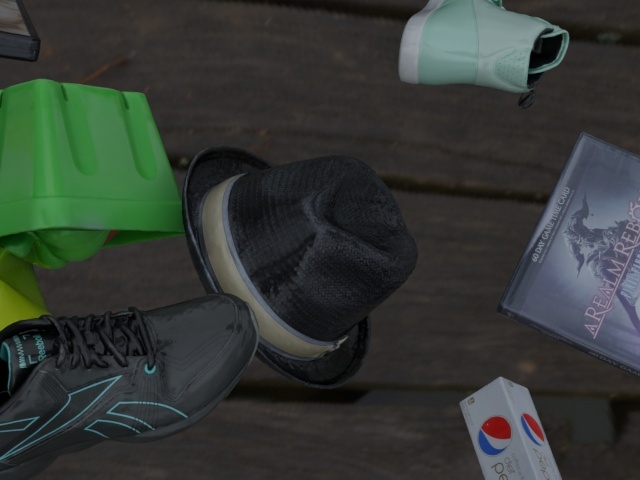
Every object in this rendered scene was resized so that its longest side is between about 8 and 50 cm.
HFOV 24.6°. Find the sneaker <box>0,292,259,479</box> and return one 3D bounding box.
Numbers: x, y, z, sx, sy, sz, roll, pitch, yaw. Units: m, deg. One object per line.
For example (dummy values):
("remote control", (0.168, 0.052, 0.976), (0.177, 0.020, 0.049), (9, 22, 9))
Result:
("sneaker", (-0.171, 0.101, 1.080), (0.267, 0.106, 0.101), (-25, 50, -9))

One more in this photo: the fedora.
("fedora", (0.000, 0.000, 1.605), (0.334, 0.152, 0.334), (44, 28, -31))

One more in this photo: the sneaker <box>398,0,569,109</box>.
("sneaker", (0.180, -0.209, 1.490), (0.151, 0.094, 0.256), (11, 30, 13))

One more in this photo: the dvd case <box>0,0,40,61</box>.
("dvd case", (-0.322, -0.191, 1.152), (0.180, 0.253, 0.022), (7, 107, -19))

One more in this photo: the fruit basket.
("fruit basket", (-0.349, 0.028, 1.615), (0.283, 0.392, 0.392), (2, 68, -54))

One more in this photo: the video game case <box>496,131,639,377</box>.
("video game case", (0.323, 0.037, 1.323), (0.274, 0.026, 0.196), (25, 70, 8))

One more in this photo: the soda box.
("soda box", (0.253, 0.286, 1.870), (0.069, 0.074, 0.216), (25, 38, -44))
